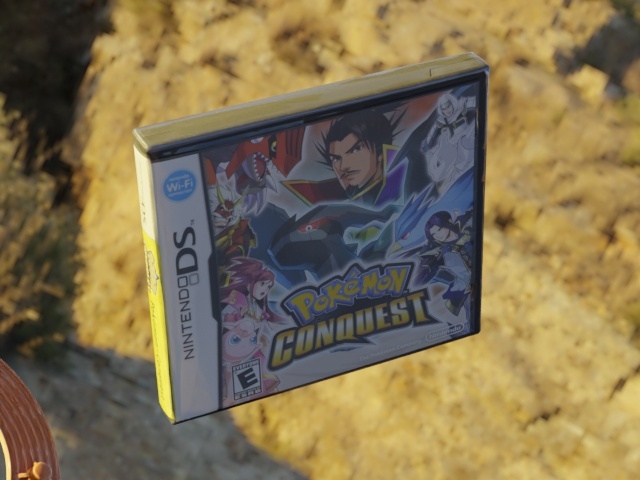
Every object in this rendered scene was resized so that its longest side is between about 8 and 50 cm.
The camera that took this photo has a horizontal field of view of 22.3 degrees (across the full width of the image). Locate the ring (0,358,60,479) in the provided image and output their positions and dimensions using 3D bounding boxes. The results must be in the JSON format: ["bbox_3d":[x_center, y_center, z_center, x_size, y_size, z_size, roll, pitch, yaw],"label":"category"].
[{"bbox_3d":[-0.412,0.215,1.629,0.337,0.032,0.336,20,50,-26],"label":"ring"}]

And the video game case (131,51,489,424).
[{"bbox_3d":[0.000,0.000,1.237,0.275,0.248,0.035,-15,35,-19],"label":"video game case"}]
